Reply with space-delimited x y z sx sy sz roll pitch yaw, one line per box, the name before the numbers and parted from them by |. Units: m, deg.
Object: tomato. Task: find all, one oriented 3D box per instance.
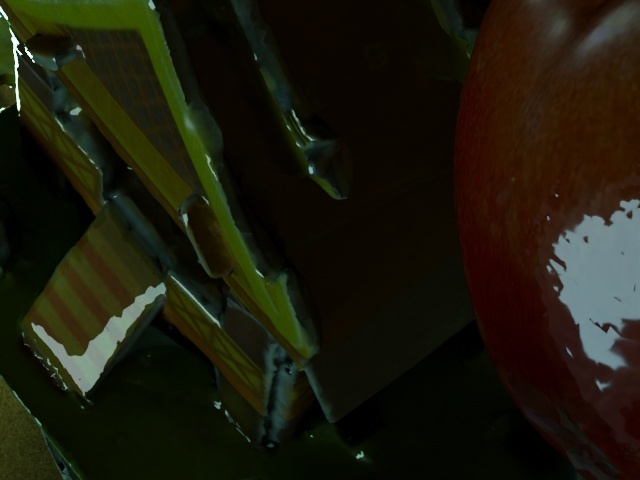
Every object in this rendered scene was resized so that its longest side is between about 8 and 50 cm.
tomato | 0.121 0.010 0.549 0.200 0.139 0.233 53 169 -23

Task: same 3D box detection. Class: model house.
model house | 0.000 0.000 0.769 0.357 0.242 0.313 52 164 14

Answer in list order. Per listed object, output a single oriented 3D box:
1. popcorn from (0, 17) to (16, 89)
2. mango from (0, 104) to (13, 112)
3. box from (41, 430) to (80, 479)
popcorn | -0.202 -0.179 1.176 0.197 0.197 0.155 55 167 0
mango | -0.164 0.016 1.615 0.329 0.175 0.176 39 -147 -41
box | -0.106 0.068 1.367 0.290 0.220 0.166 88 167 -69
